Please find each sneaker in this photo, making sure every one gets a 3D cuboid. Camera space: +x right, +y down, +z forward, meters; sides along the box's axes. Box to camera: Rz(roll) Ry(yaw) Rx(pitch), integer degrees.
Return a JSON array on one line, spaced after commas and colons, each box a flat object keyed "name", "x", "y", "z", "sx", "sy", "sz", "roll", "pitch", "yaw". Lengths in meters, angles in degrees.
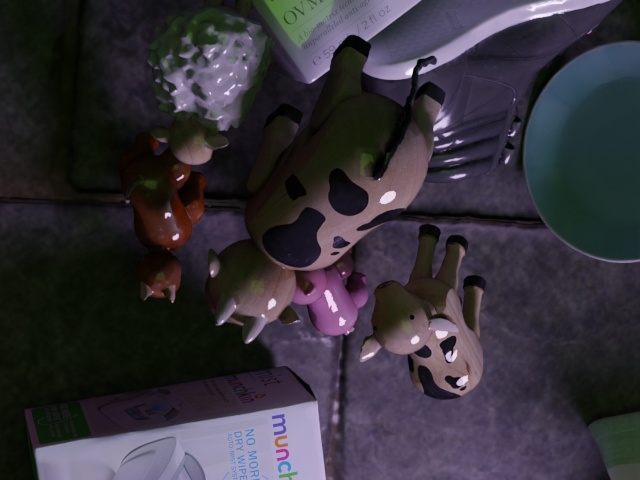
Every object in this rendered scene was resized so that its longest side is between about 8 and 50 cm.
[{"name": "sneaker", "x": 0.157, "y": -0.149, "z": 1.370, "sx": 0.296, "sy": 0.104, "sz": 0.147, "roll": -28, "pitch": 131, "yaw": -25}]

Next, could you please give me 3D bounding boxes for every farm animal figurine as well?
[{"name": "farm animal figurine", "x": 0.000, "y": 0.000, "z": 1.232, "sx": 0.330, "sy": 0.172, "sz": 0.326, "roll": 19, "pitch": 139, "yaw": -5}]

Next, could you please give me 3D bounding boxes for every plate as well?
[{"name": "plate", "x": 0.260, "y": -0.075, "z": 1.385, "sx": 0.024, "sy": 0.188, "sz": 0.188, "roll": 3, "pitch": 102, "yaw": -56}]

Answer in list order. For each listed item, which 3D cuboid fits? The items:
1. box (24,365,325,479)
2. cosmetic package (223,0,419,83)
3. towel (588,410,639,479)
[{"name": "box", "x": -0.110, "y": 0.257, "z": 1.352, "sx": 0.231, "sy": 0.127, "sz": 0.262, "roll": -8, "pitch": 101, "yaw": -12}, {"name": "cosmetic package", "x": 0.001, "y": -0.280, "z": 1.274, "sx": 0.224, "sy": 0.138, "sz": 0.224, "roll": -38, "pitch": 106, "yaw": -6}, {"name": "towel", "x": 0.401, "y": 0.267, "z": 1.408, "sx": 0.248, "sy": 0.325, "sz": 0.038, "roll": -7, "pitch": 138, "yaw": -12}]
